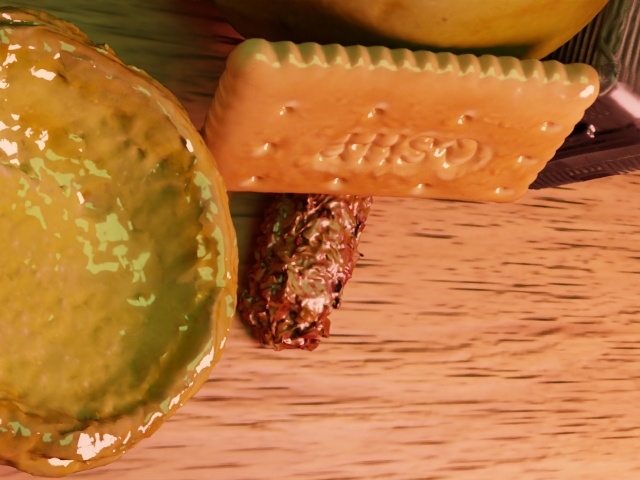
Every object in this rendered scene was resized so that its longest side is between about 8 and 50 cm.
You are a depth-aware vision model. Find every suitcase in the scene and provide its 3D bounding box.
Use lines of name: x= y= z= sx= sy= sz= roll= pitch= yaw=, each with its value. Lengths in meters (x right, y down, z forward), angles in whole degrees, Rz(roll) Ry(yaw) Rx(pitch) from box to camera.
suitcase: x=0.231 y=-0.197 z=1.165 sx=0.128 sy=0.202 sz=0.312 roll=33 pitch=64 yaw=-29

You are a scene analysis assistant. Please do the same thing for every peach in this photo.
peach: x=0.075 y=-0.244 z=0.976 sx=0.314 sy=0.281 sz=0.316 roll=-49 pitch=156 yaw=-12

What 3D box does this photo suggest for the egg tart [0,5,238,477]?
egg tart: x=-0.188 y=0.003 z=0.870 sx=0.294 sy=0.123 sz=0.294 roll=10 pitch=74 yaw=-38

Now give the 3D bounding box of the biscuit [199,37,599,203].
biscuit: x=0.047 y=-0.072 z=0.959 sx=0.249 sy=0.160 sz=0.030 roll=2 pitch=60 yaw=-17

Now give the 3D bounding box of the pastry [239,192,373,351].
pastry: x=-0.002 y=-0.001 z=1.045 sx=0.087 sy=0.063 sz=0.169 roll=25 pitch=68 yaw=-26
